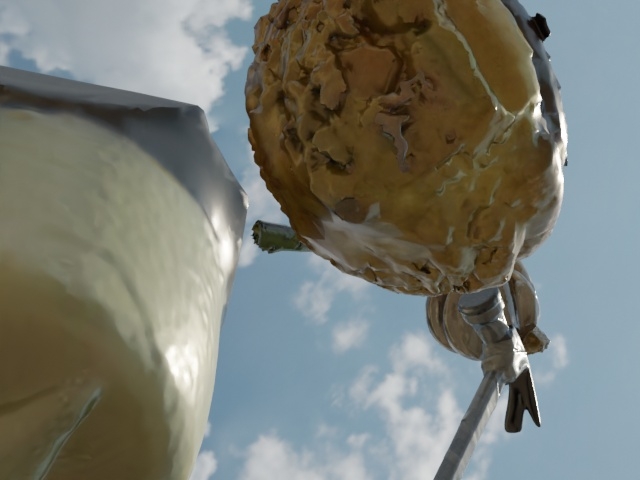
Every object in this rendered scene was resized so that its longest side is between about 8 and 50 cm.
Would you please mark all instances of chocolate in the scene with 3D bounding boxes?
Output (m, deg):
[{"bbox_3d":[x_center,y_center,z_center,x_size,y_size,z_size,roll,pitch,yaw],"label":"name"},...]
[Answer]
[{"bbox_3d":[-0.209,0.071,0.713,0.314,0.297,0.326,11,-71,-13],"label":"chocolate"}]

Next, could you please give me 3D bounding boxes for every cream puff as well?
[{"bbox_3d":[0.032,-0.052,0.502,0.129,0.189,0.189,-30,-89,-15],"label":"cream puff"}]

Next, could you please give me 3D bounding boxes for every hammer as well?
[{"bbox_3d":[0.101,0.211,0.929,0.044,0.427,0.152,-11,-65,36],"label":"hammer"}]

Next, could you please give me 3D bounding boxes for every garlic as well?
[{"bbox_3d":[0.168,0.047,1.159,0.127,0.131,0.194,-14,-57,13],"label":"garlic"}]

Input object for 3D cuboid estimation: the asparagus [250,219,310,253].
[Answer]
[{"bbox_3d":[0.000,0.000,1.116,0.036,0.165,0.030,39,-62,46],"label":"asparagus"}]
